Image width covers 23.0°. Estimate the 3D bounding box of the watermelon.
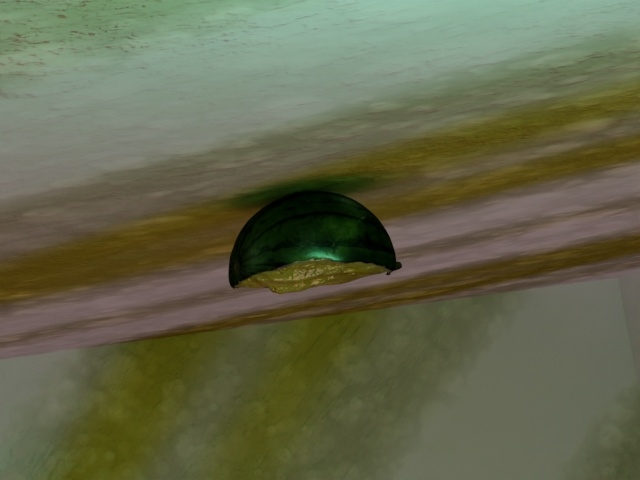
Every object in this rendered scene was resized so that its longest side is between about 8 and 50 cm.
[{"bbox_3d":[-0.007,0.000,2.027,0.232,0.127,0.204,-6,172,-10],"label":"watermelon"}]
